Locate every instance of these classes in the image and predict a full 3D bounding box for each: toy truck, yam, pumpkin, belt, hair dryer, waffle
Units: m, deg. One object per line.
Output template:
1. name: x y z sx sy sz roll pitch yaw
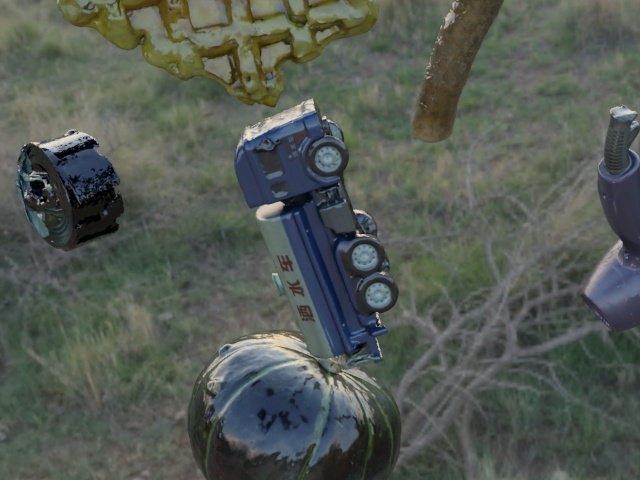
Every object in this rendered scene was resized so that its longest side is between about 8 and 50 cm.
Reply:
1. toy truck: 0.000 0.000 0.711 0.088 0.201 0.074 -19 19 6
2. yam: 0.217 -0.300 1.471 0.081 0.356 0.081 8 41 -7
3. pumpkin: -0.037 0.269 1.390 0.323 0.241 0.323 24 8 -4
4. belt: -0.235 -0.046 0.873 0.058 0.105 0.140 -20 15 -32
5. hair dryer: 0.431 -0.056 1.182 0.301 0.361 0.121 -40 47 4
6. waffle: -0.067 -0.236 0.618 0.291 0.291 0.051 -19 11 -12
